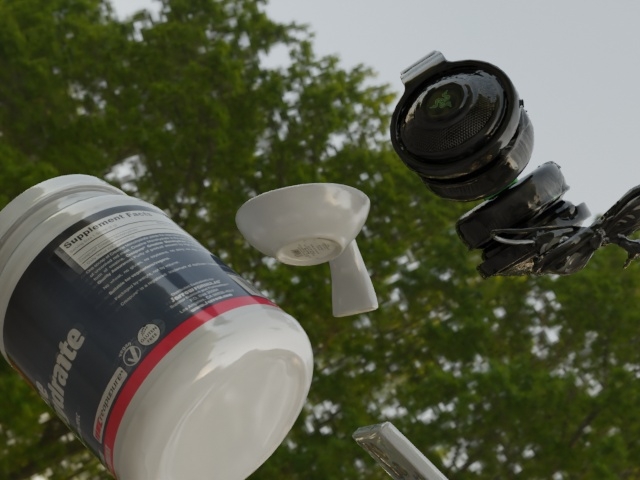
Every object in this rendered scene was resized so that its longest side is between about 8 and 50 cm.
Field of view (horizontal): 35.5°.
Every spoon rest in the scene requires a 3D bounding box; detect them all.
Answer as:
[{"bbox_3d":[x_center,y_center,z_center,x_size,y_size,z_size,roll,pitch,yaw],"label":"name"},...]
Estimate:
[{"bbox_3d":[0.000,0.000,1.076,0.276,0.137,0.084,57,23,-62],"label":"spoon rest"}]

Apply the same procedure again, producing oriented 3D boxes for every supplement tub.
[{"bbox_3d":[-0.157,0.079,0.858,0.272,0.191,0.191,36,-41,32],"label":"supplement tub"}]

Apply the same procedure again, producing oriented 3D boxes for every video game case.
[{"bbox_3d":[0.108,0.262,1.098,0.157,0.019,0.143,45,-16,2],"label":"video game case"}]

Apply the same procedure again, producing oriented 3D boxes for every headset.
[{"bbox_3d":[0.198,-0.073,0.998,0.243,0.185,0.394,53,12,-23],"label":"headset"}]
